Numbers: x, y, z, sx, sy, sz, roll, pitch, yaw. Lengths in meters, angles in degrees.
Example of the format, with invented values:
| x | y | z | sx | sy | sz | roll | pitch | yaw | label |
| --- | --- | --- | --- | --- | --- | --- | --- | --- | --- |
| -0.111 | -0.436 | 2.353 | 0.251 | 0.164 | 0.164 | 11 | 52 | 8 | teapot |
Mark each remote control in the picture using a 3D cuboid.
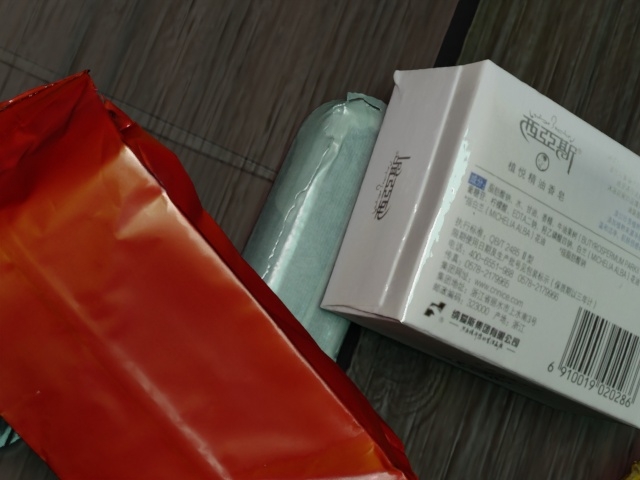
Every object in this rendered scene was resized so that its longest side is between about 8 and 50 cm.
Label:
| x | y | z | sx | sy | sz | roll | pitch | yaw | label |
| --- | --- | --- | --- | --- | --- | --- | --- | --- | --- |
| 0.000 | 0.000 | 0.888 | 0.104 | 0.052 | 0.247 | 28 | 76 | -22 | remote control |

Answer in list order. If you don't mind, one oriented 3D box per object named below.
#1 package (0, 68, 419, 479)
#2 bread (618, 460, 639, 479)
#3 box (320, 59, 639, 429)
| x | y | z | sx | sy | sz | roll | pitch | yaw | label |
| --- | --- | --- | --- | --- | --- | --- | --- | --- | --- |
| -0.110 | 0.086 | 0.774 | 0.196 | 0.123 | 0.424 | -37 | 100 | 4 | package |
| 0.265 | 0.270 | 0.961 | 0.271 | 0.077 | 0.139 | -32 | 95 | -17 | bread |
| 0.161 | 0.009 | 0.891 | 0.274 | 0.116 | 0.203 | 25 | 79 | -31 | box |
